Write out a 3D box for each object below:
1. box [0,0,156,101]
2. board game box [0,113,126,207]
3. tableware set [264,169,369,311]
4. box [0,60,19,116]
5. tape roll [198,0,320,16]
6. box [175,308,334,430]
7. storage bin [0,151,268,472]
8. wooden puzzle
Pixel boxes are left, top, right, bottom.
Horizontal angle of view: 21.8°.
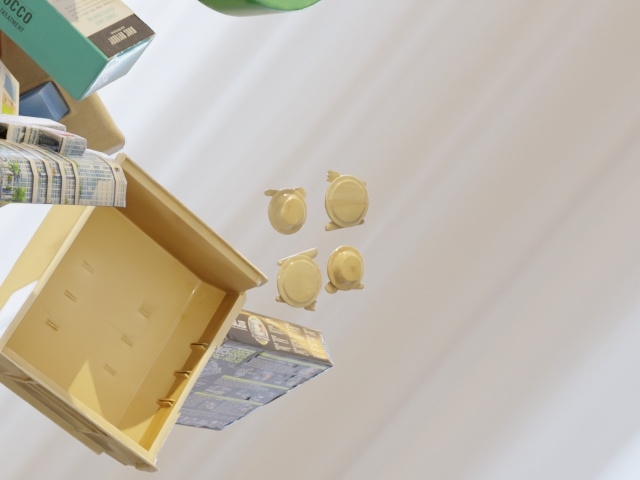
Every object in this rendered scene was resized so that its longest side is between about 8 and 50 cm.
[{"bbox_3d":[-0.278,-0.245,1.570,0.244,0.060,0.100,44,31,2],"label":"box"},{"bbox_3d":[-0.261,-0.072,1.382,0.194,0.060,0.194,13,8,34],"label":"board game box"},{"bbox_3d":[0.000,0.000,1.996,0.141,0.168,0.020,-6,5,-34],"label":"tableware set"},{"bbox_3d":[-0.450,-0.147,2.081,0.114,0.103,0.203,56,19,-46],"label":"box"},{"bbox_3d":[-0.071,-0.405,1.803,0.077,0.321,0.321,-2,-22,35],"label":"tape roll"},{"bbox_3d":[-0.141,0.177,2.266,0.270,0.216,0.060,19,45,-56],"label":"box"},{"bbox_3d":[-0.225,0.087,1.875,0.260,0.262,0.123,42,-26,-27],"label":"storage bin"},{"bbox_3d":[-0.479,-0.196,2.229,0.347,0.322,0.080,58,22,-21],"label":"wooden puzzle"}]
